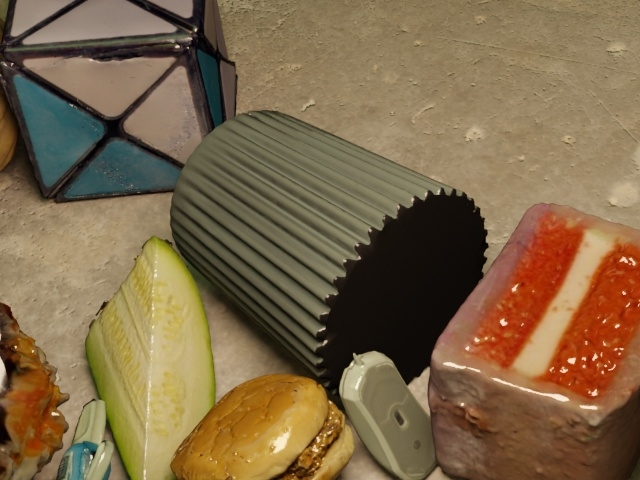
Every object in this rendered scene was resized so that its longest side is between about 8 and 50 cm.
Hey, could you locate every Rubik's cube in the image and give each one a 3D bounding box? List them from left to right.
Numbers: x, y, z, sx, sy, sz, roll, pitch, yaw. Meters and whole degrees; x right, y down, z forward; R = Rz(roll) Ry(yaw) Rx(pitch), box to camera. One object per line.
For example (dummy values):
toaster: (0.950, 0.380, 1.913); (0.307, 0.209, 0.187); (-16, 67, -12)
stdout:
Rubik's cube: (-0.295, -0.261, 1.902); (0.307, 0.305, 0.310); (-5, 45, 2)

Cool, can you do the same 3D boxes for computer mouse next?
computer mouse: (0.075, 0.210, 1.513); (0.056, 0.182, 0.089); (-13, 25, 49)

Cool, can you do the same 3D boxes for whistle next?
whistle: (-0.291, 0.300, 1.529); (0.114, 0.077, 0.236); (-37, 34, 35)

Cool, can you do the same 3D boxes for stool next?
stool: (0.000, 0.000, 1.624); (0.297, 0.297, 0.330); (-37, 48, -23)

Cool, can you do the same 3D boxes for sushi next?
sushi: (-0.514, 0.238, 1.494); (0.417, 0.176, 0.417); (-7, 69, 17)

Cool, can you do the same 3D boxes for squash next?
squash: (-0.184, 0.163, 1.601); (0.203, 0.111, 0.289); (-54, 42, 18)

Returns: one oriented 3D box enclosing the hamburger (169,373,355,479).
hamburger: (-0.067, 0.246, 1.482); (0.214, 0.108, 0.214); (-29, 19, 11)

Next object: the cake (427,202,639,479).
cake: (0.288, 0.137, 1.481); (0.237, 0.230, 0.309); (21, 54, 24)

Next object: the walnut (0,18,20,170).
walnut: (-0.625, -0.222, 1.899); (0.381, 0.381, 0.381); (-5, 47, 5)
